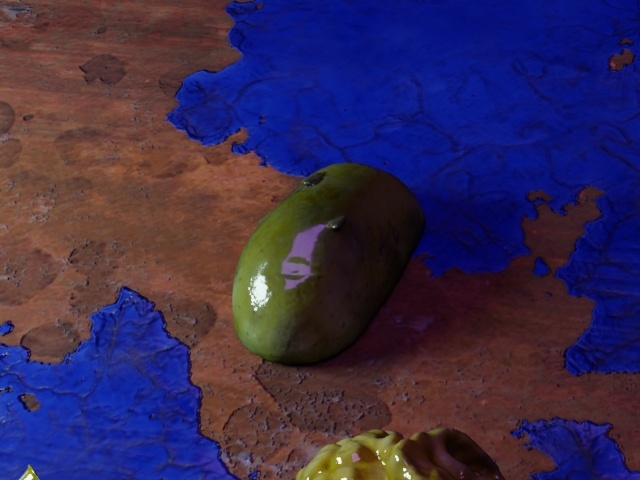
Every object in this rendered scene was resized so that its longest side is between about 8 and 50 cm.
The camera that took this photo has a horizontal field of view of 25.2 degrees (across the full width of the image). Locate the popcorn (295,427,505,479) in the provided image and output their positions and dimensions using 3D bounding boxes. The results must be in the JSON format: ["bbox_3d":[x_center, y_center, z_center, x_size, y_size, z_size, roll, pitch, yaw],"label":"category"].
[{"bbox_3d":[0.072,0.259,1.147,0.250,0.250,0.190,26,47,28],"label":"popcorn"}]

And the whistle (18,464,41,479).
[{"bbox_3d":[-0.296,0.265,1.327,0.109,0.057,0.046,-39,8,-17],"label":"whistle"}]

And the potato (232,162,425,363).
[{"bbox_3d":[0.000,0.000,1.495,0.160,0.111,0.271,19,51,22],"label":"potato"}]
